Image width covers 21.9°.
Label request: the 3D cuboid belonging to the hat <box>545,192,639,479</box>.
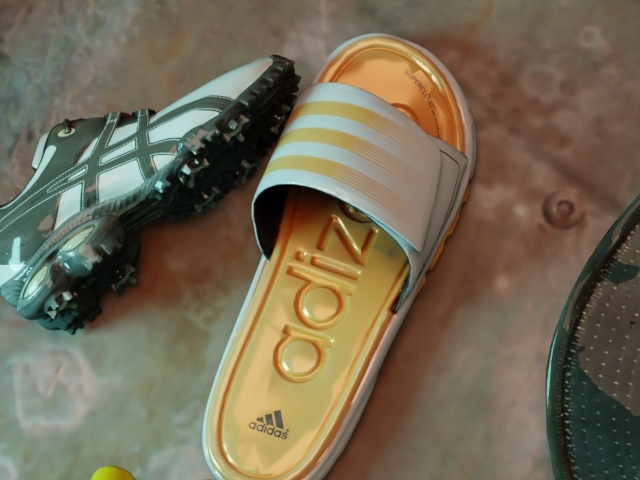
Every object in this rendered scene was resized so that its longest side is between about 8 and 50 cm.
[{"bbox_3d":[0.262,0.086,0.728,0.331,0.134,0.331,-1,84,10],"label":"hat"}]

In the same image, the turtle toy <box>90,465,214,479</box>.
[{"bbox_3d":[-0.098,0.163,0.796,0.130,0.066,0.095,6,46,11],"label":"turtle toy"}]

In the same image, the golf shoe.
[{"bbox_3d":[-0.101,-0.045,0.875,0.198,0.077,0.094,-41,70,-11],"label":"golf shoe"}]

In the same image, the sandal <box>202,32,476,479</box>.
[{"bbox_3d":[0.010,0.003,0.843,0.102,0.076,0.265,15,71,12],"label":"sandal"}]
